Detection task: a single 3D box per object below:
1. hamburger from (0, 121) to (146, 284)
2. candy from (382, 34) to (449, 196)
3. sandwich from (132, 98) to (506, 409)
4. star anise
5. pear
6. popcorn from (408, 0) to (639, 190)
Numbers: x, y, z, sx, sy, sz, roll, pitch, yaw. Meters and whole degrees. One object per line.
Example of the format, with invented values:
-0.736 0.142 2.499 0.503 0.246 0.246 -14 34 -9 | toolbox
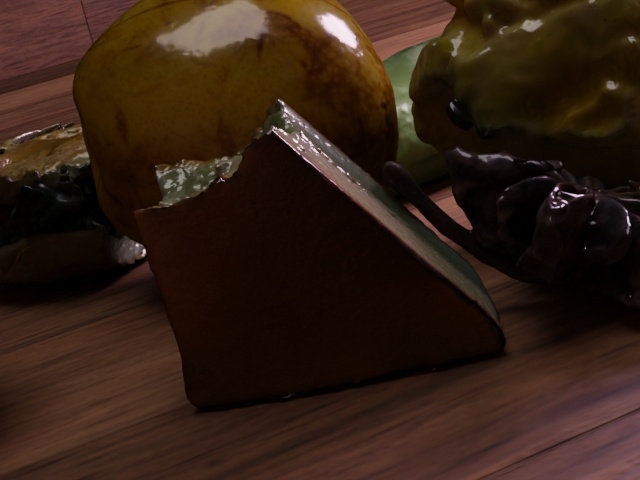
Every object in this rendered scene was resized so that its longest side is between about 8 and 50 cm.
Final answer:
-0.261 -0.042 1.305 0.211 0.132 0.309 -10 17 15 | hamburger
0.150 -0.147 1.363 0.344 0.132 0.142 -29 65 -37 | candy
0.000 0.000 0.873 0.220 0.186 0.108 -11 19 8 | sandwich
0.166 -0.009 0.897 0.231 0.089 0.209 16 8 28 | star anise
-0.073 -0.100 1.118 0.281 0.280 0.280 -12 16 4 | pear
0.210 -0.132 1.030 0.286 0.252 0.215 -3 32 23 | popcorn
